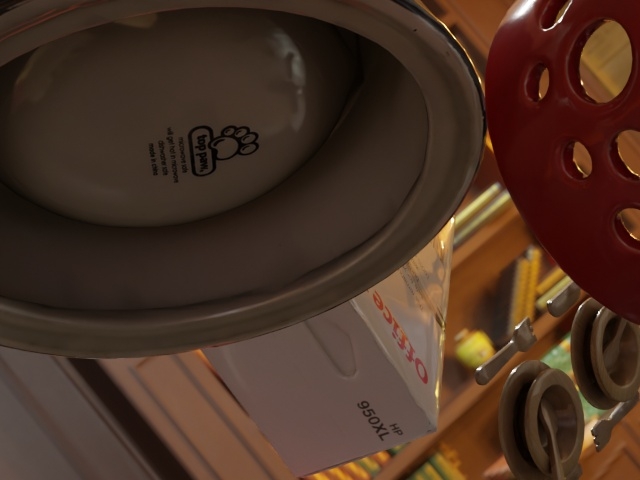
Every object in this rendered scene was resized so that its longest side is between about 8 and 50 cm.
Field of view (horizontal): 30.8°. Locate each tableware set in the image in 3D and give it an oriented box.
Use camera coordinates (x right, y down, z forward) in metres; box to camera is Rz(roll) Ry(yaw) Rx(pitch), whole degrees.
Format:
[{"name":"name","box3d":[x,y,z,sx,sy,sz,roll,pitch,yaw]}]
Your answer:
[{"name":"tableware set","box3d":[0.191,0.104,0.837,0.039,0.128,0.194,-8,18,43]}]

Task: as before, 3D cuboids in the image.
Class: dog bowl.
[{"name":"dog bowl","box3d":[-0.104,-0.083,0.784,0.408,0.150,0.408,-10,-33,-7]}]

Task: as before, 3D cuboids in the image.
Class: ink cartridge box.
[{"name":"ink cartridge box","box3d":[0.000,0.000,1.209,0.166,0.285,0.395,-24,25,22]}]

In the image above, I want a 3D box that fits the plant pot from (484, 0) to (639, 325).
[{"name":"plant pot","box3d":[0.187,-0.071,0.468,0.191,0.191,0.174,-38,-2,-30]}]
